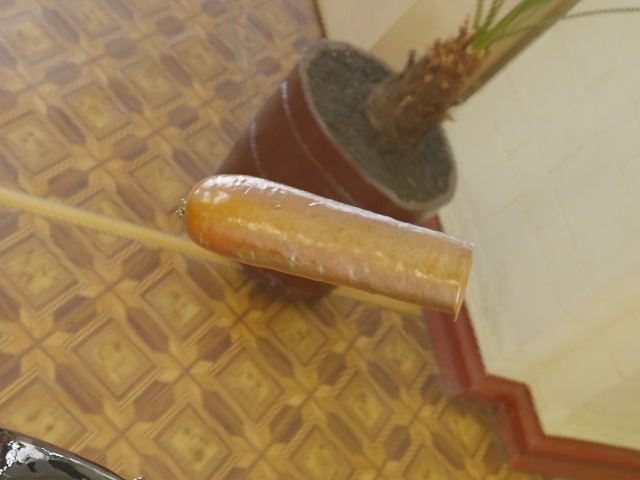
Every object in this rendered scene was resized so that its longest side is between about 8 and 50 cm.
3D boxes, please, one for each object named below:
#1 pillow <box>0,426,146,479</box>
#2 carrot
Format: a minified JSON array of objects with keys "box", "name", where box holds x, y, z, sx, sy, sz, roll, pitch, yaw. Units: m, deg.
[{"box":[-0.167,0.165,0.683,0.150,0.090,0.048,31,76,-35],"name":"pillow"},{"box":[0.000,0.000,0.766,0.225,0.067,0.067,16,36,10],"name":"carrot"}]
